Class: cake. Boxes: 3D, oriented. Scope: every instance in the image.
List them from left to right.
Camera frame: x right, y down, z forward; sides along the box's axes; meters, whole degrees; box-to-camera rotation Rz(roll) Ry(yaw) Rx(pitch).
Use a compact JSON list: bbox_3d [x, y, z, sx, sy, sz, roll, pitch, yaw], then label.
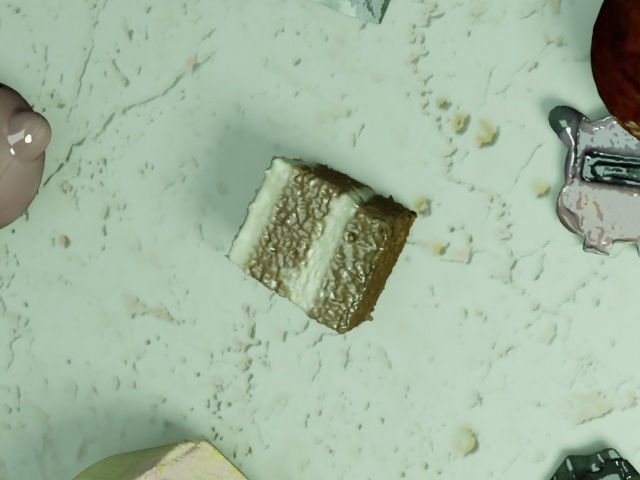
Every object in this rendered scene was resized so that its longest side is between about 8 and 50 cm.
[{"bbox_3d":[0.000,0.000,1.256,0.147,0.135,0.134,24,100,10],"label":"cake"}]

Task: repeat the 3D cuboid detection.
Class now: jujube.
[{"bbox_3d":[0.347,-0.152,1.114,0.190,0.255,0.190,-8,120,-15],"label":"jujube"}]

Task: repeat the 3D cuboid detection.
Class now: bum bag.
[{"bbox_3d":[0.309,0.285,1.243,0.198,0.049,0.087,47,106,6],"label":"bum bag"}]

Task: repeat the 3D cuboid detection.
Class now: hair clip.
[{"bbox_3d":[0.313,-0.056,1.230,0.187,0.056,0.146,4,95,22],"label":"hair clip"}]

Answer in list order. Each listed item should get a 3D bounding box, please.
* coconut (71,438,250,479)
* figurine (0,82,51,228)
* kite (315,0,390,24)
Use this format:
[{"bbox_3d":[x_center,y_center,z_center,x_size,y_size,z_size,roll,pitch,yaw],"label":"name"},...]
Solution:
[{"bbox_3d":[-0.153,0.317,1.266,0.245,0.233,0.233,39,100,5],"label":"coconut"},{"bbox_3d":[-0.366,-0.089,1.324,0.173,0.173,0.173,1,93,13],"label":"figurine"},{"bbox_3d":[-0.055,-0.337,1.293,0.310,0.015,0.169,15,97,0],"label":"kite"}]
